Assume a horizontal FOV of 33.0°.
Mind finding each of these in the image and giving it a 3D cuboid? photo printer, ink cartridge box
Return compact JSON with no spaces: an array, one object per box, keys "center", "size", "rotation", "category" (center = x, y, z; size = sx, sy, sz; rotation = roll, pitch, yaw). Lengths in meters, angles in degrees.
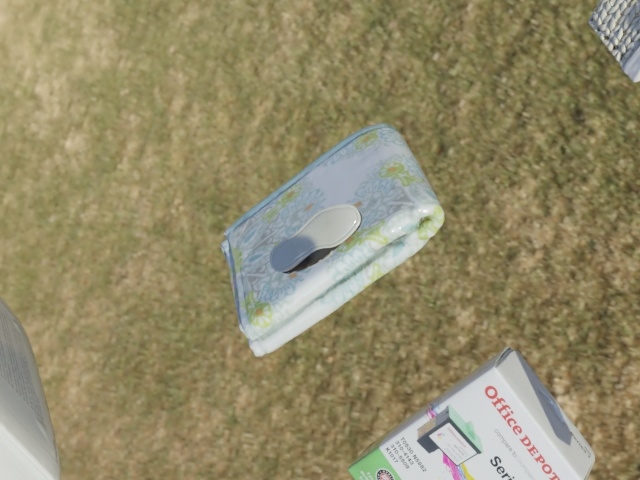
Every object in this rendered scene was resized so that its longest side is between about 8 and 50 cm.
[{"center":[-0.352,0.080,0.940],"size":[0.107,0.307,0.256],"rotation":[-28,46,-3],"category":"photo printer"},{"center":[0.213,0.315,1.531],"size":[0.278,0.117,0.201],"rotation":[-40,83,22],"category":"ink cartridge box"}]

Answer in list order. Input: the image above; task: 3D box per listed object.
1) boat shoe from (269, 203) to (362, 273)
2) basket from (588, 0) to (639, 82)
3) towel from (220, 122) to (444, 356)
[{"center":[0.000,0.000,1.220],"size":[0.125,0.038,0.046],"rotation":[-36,66,24],"category":"boat shoe"},{"center":[0.409,-0.290,1.298],"size":[0.103,0.113,0.167],"rotation":[51,162,14],"category":"basket"},{"center":[0.009,-0.010,1.748],"size":[0.374,0.090,0.320],"rotation":[-36,32,11],"category":"towel"}]
